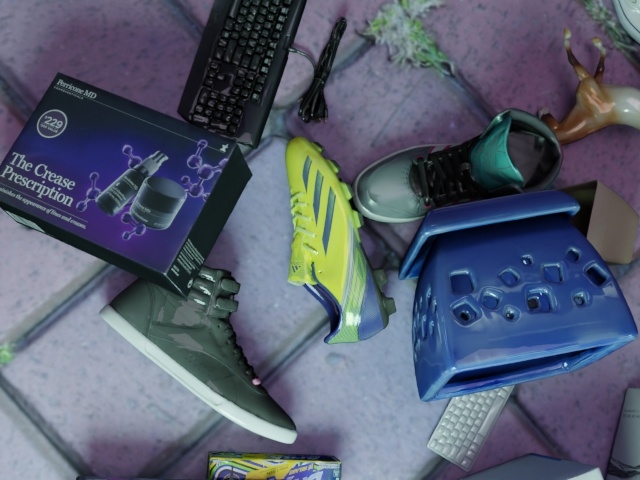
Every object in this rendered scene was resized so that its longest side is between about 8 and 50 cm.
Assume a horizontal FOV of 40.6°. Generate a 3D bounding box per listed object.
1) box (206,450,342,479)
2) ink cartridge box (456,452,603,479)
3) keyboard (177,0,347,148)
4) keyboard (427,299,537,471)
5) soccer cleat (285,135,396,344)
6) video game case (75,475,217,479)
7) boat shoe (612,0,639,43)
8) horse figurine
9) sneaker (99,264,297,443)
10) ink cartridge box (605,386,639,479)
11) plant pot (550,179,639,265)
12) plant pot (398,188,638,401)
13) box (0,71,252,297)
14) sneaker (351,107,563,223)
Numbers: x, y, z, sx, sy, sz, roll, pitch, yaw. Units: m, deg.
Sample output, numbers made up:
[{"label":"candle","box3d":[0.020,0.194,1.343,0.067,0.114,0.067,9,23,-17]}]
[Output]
[{"label":"box","box3d":[-0.060,0.303,1.107,0.169,0.059,0.054,4,84,-10]},{"label":"ink cartridge box","box3d":[0.261,0.433,1.076,0.197,0.198,0.269,-16,85,-13]},{"label":"keyboard","box3d":[-0.060,-0.279,1.213,0.202,0.033,0.317,18,79,-7]},{"label":"keyboard","box3d":[0.237,0.191,1.203,0.072,0.014,0.256,32,77,-4]},{"label":"soccer cleat","box3d":[0.000,0.000,1.150,0.121,0.093,0.289,-22,85,-6]},{"label":"video game case","box3d":[-0.165,0.386,1.060,0.275,0.026,0.195,5,101,-9]},{"label":"boat shoe","box3d":[0.484,-0.385,1.305,0.083,0.076,0.226,-34,89,-13]},{"label":"horse figurine","box3d":[0.450,-0.217,1.260,0.264,0.066,0.174,4,75,2]},{"label":"sneaker","box3d":[-0.121,0.126,1.099,0.296,0.104,0.146,37,82,1]},{"label":"ink cartridge box","box3d":[0.501,0.355,1.174,0.199,0.115,0.272,19,78,-7]},{"label":"plant pot","box3d":[0.383,-0.013,1.220,0.096,0.109,0.108,19,78,-21]},{"label":"plant pot","box3d":[0.228,0.069,1.105,0.236,0.236,0.212,-11,72,-7]},{"label":"box","box3d":[-0.245,-0.071,1.067,0.261,0.103,0.184,22,72,14]},{"label":"sneaker","box3d":[0.198,-0.095,1.155,0.296,0.178,0.123,-13,84,-12]}]
